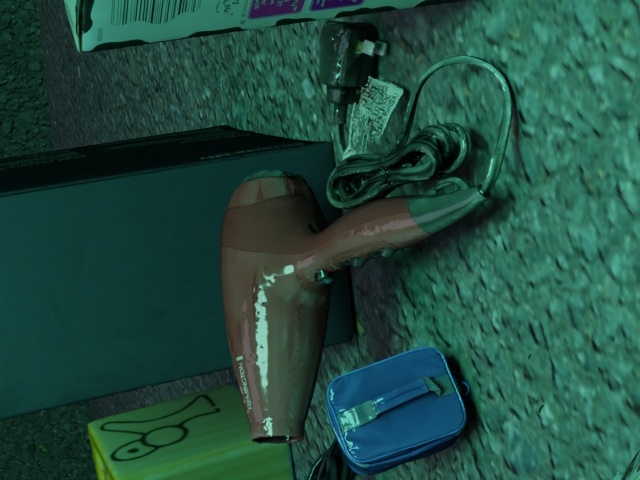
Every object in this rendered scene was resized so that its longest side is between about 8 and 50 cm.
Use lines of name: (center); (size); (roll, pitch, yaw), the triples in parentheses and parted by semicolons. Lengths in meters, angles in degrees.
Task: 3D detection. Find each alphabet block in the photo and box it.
alphabet block: (-0.147, 0.302, 1.248); (0.192, 0.197, 0.194); (-153, 53, -66)

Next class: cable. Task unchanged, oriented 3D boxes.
cable: (-0.015, 0.255, 0.941); (0.185, 0.047, 0.150); (-65, -11, 7)

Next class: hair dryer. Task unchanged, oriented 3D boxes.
hair dryer: (0.000, 0.000, 0.697); (0.223, 0.080, 0.294); (45, 121, 59)

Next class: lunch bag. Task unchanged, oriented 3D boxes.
lunch bag: (0.055, 0.116, 0.731); (0.065, 0.098, 0.067); (78, 171, -71)

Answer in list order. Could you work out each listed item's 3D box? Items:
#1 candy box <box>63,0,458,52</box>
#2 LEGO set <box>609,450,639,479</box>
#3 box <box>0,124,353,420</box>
candy box: (-0.034, -0.196, 0.572); (0.071, 0.233, 0.159); (113, 141, -59)
LEGO set: (0.101, 0.220, 0.517); (0.060, 0.244, 0.182); (36, 147, 13)
box: (-0.191, 0.011, 0.971); (0.312, 0.343, 0.179); (-160, 61, -68)
